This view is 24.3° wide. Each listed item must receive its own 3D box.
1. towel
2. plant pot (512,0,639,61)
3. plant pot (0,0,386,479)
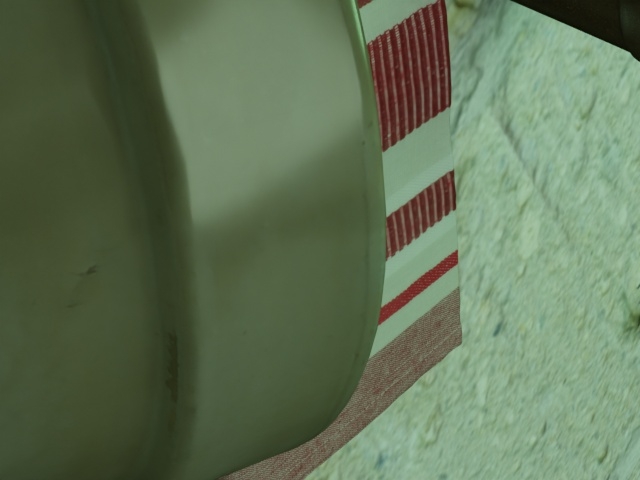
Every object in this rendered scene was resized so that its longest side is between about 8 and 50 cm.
[{"bbox_3d":[0.000,0.000,0.935,0.237,0.037,0.329,-36,136,-34],"label":"towel"},{"bbox_3d":[0.199,-0.200,0.963,0.167,0.165,0.167,-33,136,-39],"label":"plant pot"},{"bbox_3d":[-0.184,-0.032,0.440,0.280,0.323,0.323,-23,131,-26],"label":"plant pot"}]
